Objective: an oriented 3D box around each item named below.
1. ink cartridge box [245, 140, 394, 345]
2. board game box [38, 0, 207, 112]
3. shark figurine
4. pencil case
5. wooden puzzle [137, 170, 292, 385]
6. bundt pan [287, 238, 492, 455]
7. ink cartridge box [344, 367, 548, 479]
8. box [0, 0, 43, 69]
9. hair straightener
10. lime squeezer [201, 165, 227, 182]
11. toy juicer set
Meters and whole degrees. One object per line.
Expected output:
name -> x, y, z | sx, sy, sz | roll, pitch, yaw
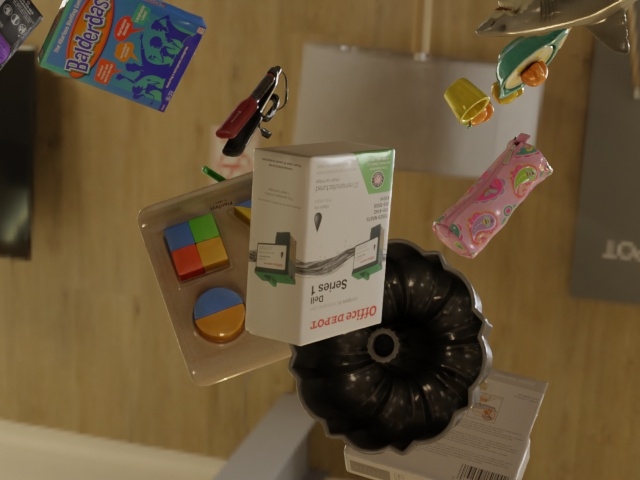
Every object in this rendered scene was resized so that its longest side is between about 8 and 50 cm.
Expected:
ink cartridge box -> 0.000, 0.000, 1.314 | 0.093, 0.219, 0.160 | 13, -164, 39
board game box -> -0.304, -0.306, 1.727 | 0.210, 0.160, 0.047 | 18, -155, -27
shark figurine -> 0.324, -0.253, 1.213 | 0.166, 0.116, 0.278 | -34, -162, -31
pencil case -> 0.366, -0.094, 2.385 | 0.124, 0.284, 0.124 | 42, 172, 7
wooden puzzle -> -0.133, 0.052, 2.046 | 0.322, 0.347, 0.080 | -19, 170, -9
bundt pan -> 0.119, 0.166, 1.738 | 0.331, 0.330, 0.124 | 10, 176, 27
ink cartridge box -> 0.227, 0.331, 1.989 | 0.296, 0.066, 0.261 | 13, -132, 21
box -> -0.631, -0.374, 1.875 | 0.270, 0.165, 0.143 | 1, -131, 35
hair straightener -> -0.111, -0.221, 1.951 | 0.047, 0.089, 0.230 | 5, -134, 23
lime squeezer -> -0.087, -0.056, 2.159 | 0.310, 0.058, 0.110 | 26, -174, 3
toy juicer set -> 0.383, -0.313, 2.077 | 0.089, 0.329, 0.209 | 52, -177, 16
